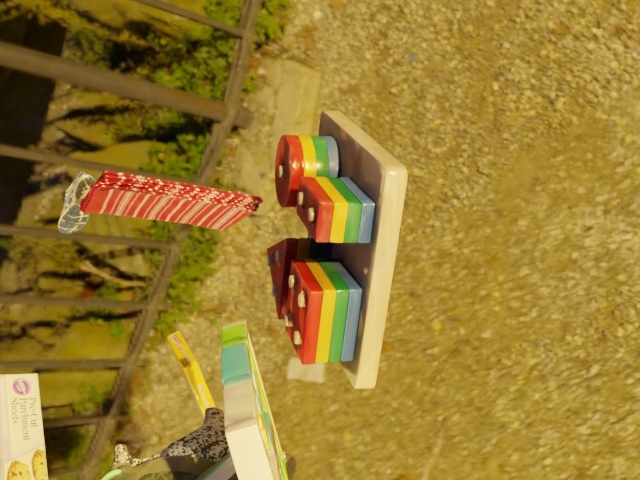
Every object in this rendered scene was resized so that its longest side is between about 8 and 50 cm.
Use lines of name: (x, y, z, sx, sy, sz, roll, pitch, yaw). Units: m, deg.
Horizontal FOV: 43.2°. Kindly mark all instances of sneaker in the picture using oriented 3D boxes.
sneaker: (-0.475, -0.075, 1.576, 0.135, 0.052, 0.058, -58, 40, 18)
sneaker: (-0.236, 0.348, 1.011, 0.182, 0.410, 0.158, 39, 142, 37)

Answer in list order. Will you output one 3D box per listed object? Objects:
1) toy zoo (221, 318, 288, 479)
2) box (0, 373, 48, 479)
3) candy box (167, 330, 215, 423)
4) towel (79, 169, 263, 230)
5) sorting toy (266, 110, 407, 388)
toy zoo: (-0.056, 0.215, 0.778, 0.293, 0.030, 0.192, -116, 12, -72)
box: (-0.438, 0.356, 1.179, 0.063, 0.067, 0.324, -42, 53, 42)
candy box: (-0.193, 0.253, 1.309, 0.105, 0.027, 0.206, 38, 149, 56)
towel: (-0.258, -0.059, 1.367, 0.199, 0.274, 0.031, 156, 120, -62)
sorting toy: (0.000, 0.000, 0.950, 0.255, 0.089, 0.257, -124, 37, -63)
